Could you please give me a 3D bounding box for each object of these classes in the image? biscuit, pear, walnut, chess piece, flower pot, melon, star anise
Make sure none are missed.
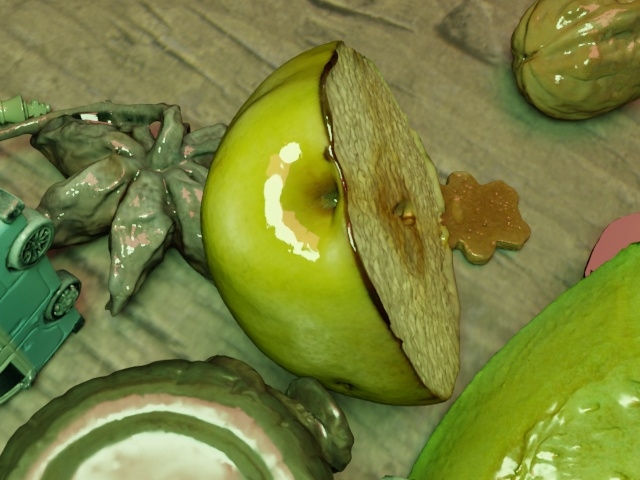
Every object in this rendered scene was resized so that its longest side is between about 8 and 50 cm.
[{"bbox_3d":[0.170,-0.026,0.894,0.184,0.027,0.133,-13,63,-16],"label":"biscuit"},{"bbox_3d":[0.000,0.000,0.685,0.191,0.386,0.340,-17,75,20],"label":"pear"},{"bbox_3d":[0.376,-0.269,0.986,0.245,0.198,0.198,-15,63,-14],"label":"walnut"},{"bbox_3d":[-0.402,-0.154,0.857,0.149,0.059,0.059,-12,62,-22],"label":"chess piece"},{"bbox_3d":[-0.108,0.240,0.572,0.302,0.213,0.301,4,59,-7],"label":"flower pot"},{"bbox_3d":[0.228,0.214,0.629,0.226,0.343,0.331,-5,65,-56],"label":"melon"},{"bbox_3d":[-0.200,-0.057,0.777,0.359,0.139,0.316,-31,63,-31],"label":"star anise"}]

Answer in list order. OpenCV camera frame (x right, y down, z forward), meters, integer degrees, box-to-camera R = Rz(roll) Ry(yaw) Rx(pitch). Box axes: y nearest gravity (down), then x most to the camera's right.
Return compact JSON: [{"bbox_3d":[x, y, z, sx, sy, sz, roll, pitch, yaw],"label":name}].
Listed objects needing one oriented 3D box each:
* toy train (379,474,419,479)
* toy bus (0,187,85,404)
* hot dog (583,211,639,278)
[{"bbox_3d":[0.082,0.316,0.576,0.055,0.251,0.048,-3,12,33],"label":"toy train"},{"bbox_3d":[-0.318,0.051,0.622,0.133,0.271,0.164,29,64,7],"label":"toy bus"},{"bbox_3d":[0.470,0.041,0.854,0.326,0.107,0.194,15,75,5],"label":"hot dog"}]
